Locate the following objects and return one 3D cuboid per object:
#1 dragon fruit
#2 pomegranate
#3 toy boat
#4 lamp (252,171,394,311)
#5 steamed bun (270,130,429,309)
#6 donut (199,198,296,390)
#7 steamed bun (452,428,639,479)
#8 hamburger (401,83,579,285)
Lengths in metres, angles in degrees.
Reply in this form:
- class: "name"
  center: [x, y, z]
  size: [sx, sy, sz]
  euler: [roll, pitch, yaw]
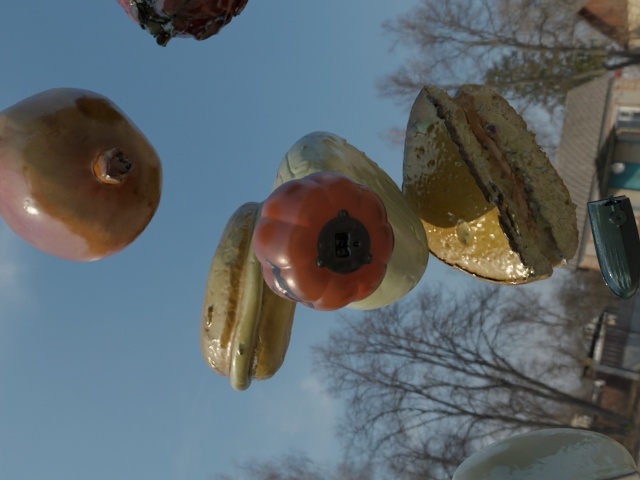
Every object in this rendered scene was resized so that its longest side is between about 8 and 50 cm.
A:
- class: "dragon fruit"
  center: [-0.218, -0.428, 0.940]
  size: [0.298, 0.245, 0.244]
  euler: [-88, -15, -45]
- class: "pomegranate"
  center: [-0.346, -0.096, 0.889]
  size: [0.229, 0.270, 0.252]
  euler: [-42, -69, -29]
- class: "toy boat"
  center: [0.674, 0.015, 1.403]
  size: [0.103, 0.093, 0.246]
  euler: [-6, -96, -85]
- class: "lamp"
  center: [0.000, 0.000, 0.832]
  size: [0.188, 0.164, 0.187]
  euler: [-2, -84, -25]
- class: "steamed bun"
  center: [0.031, -0.017, 1.130]
  size: [0.334, 0.233, 0.312]
  euler: [44, -158, -10]
- class: "donut"
  center: [-0.150, 0.121, 1.418]
  size: [0.449, 0.198, 0.448]
  euler: [-170, 90, -89]
- class: "steamed bun"
  center: [0.301, 0.352, 0.831]
  size: [0.164, 0.242, 0.146]
  euler: [-125, 19, -81]
- class: "hamburger"
  center: [0.326, -0.098, 1.308]
  size: [0.268, 0.287, 0.445]
  euler: [-18, -104, -36]
